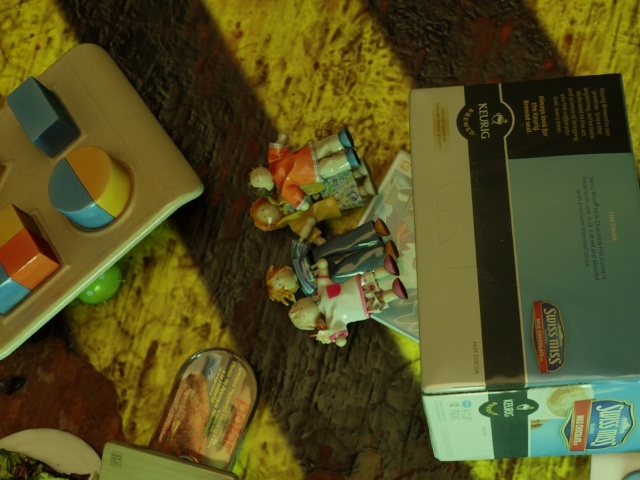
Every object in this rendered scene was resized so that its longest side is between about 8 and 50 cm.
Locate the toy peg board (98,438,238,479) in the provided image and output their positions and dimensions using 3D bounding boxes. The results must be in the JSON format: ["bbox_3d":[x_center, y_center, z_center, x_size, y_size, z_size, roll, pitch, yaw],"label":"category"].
[{"bbox_3d":[-0.176,0.319,1.343,0.161,0.079,0.160,13,100,12],"label":"toy peg board"}]

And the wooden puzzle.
[{"bbox_3d":[-0.359,-0.067,1.426,0.348,0.080,0.322,-38,56,0],"label":"wooden puzzle"}]

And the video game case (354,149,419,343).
[{"bbox_3d":[0.128,0.015,1.395,0.183,0.023,0.201,28,85,15],"label":"video game case"}]

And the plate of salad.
[{"bbox_3d":[-0.355,0.317,1.387,0.200,0.048,0.199,-3,58,5],"label":"plate of salad"}]

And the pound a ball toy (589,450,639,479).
[{"bbox_3d":[0.445,0.321,1.219,0.319,0.136,0.208,3,79,12],"label":"pound a ball toy"}]

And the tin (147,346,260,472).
[{"bbox_3d":[-0.140,0.223,1.397,0.106,0.040,0.189,20,83,18],"label":"tin"}]

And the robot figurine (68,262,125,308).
[{"bbox_3d":[-0.299,0.034,1.446,0.115,0.067,0.101,38,100,16],"label":"robot figurine"}]

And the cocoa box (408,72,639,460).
[{"bbox_3d":[0.219,0.032,1.208,0.228,0.231,0.347,-4,62,8],"label":"cocoa box"}]

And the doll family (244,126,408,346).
[{"bbox_3d":[0.000,0.000,1.373,0.163,0.118,0.263,-21,80,12],"label":"doll family"}]
